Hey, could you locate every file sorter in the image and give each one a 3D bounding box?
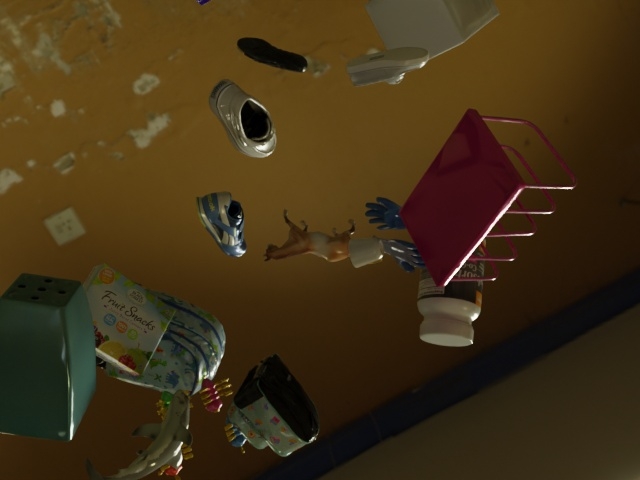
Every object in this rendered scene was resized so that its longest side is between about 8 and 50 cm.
[{"bbox_3d":[0.329,-0.078,1.479,0.182,0.202,0.291,0,139,-31],"label":"file sorter"}]

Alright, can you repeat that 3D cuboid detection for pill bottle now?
[{"bbox_3d":[0.327,0.115,1.878,0.162,0.162,0.279,-10,-116,42],"label":"pill bottle"}]

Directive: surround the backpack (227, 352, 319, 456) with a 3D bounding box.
[{"bbox_3d":[-0.095,0.365,1.594,0.144,0.188,0.166,-43,-173,19],"label":"backpack"}]

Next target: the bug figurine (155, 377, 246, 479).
[{"bbox_3d":[-0.306,0.464,1.874,0.278,0.217,0.072,-14,178,-37],"label":"bug figurine"}]

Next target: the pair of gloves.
[{"bbox_3d":[0.180,-0.010,1.750,0.159,0.198,0.023,17,-136,36],"label":"pair of gloves"}]

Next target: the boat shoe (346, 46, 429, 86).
[{"bbox_3d":[0.144,-0.361,1.579,0.184,0.063,0.066,-7,-143,22],"label":"boat shoe"}]

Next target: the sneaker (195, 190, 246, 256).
[{"bbox_3d":[-0.140,-0.024,1.154,0.059,0.144,0.053,-24,-126,5],"label":"sneaker"}]

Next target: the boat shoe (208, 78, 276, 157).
[{"bbox_3d":[-0.137,-0.237,1.544,0.088,0.267,0.096,33,-102,24],"label":"boat shoe"}]

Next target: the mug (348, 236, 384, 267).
[{"bbox_3d":[0.102,0.021,1.579,0.064,0.062,0.078,-13,180,21],"label":"mug"}]

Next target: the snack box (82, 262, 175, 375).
[{"bbox_3d":[-0.458,0.180,1.685,0.070,0.207,0.175,-14,-137,49],"label":"snack box"}]

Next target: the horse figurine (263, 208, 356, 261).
[{"bbox_3d":[0.000,0.000,1.806,0.263,0.066,0.175,10,-148,-6],"label":"horse figurine"}]

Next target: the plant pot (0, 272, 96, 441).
[{"bbox_3d":[-0.476,0.187,1.269,0.165,0.235,0.165,10,-159,-4],"label":"plant pot"}]

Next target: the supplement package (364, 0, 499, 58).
[{"bbox_3d":[0.286,-0.585,1.886,0.198,0.199,0.262,-19,-163,41],"label":"supplement package"}]

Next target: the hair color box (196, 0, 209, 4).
[{"bbox_3d":[-0.120,-0.535,1.106,0.185,0.110,0.339,-15,-123,37],"label":"hair color box"}]

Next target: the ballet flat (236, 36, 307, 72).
[{"bbox_3d":[-0.113,-0.422,1.724,0.049,0.173,0.058,149,-44,-69],"label":"ballet flat"}]

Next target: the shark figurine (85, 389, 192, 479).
[{"bbox_3d":[-0.353,0.464,1.579,0.278,0.116,0.166,-41,-137,-19],"label":"shark figurine"}]

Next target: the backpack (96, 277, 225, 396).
[{"bbox_3d":[-0.445,0.284,2.074,0.273,0.355,0.290,-103,-149,-60],"label":"backpack"}]
